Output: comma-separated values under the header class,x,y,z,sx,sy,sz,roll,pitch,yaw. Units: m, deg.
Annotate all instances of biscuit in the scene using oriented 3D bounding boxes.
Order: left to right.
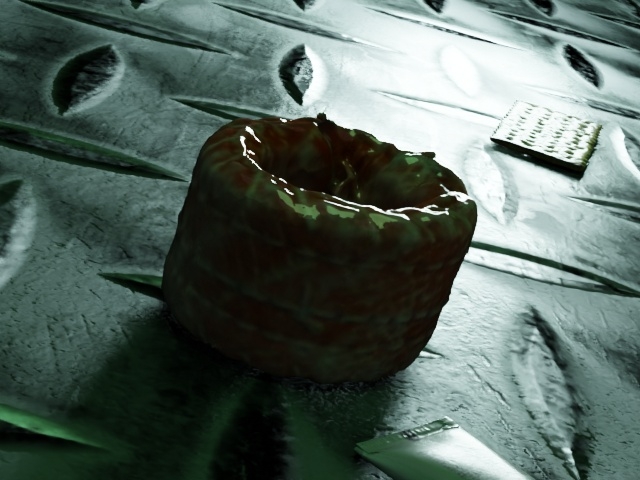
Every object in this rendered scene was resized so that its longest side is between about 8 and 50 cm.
class,x,y,z,sx,sy,sz,roll,pitch,yaw
biscuit,0.321,-0.150,1.785,0.139,0.016,0.231,20,23,10

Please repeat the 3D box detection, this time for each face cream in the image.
class,x,y,z,sx,sy,sz,roll,pitch,yaw
face cream,0.131,0.187,0.857,0.092,0.058,0.244,-10,28,-36

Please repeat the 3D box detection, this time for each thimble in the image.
class,x,y,z,sx,sy,sz,roll,pitch,yaw
thimble,0.000,0.000,1.050,0.239,0.162,0.239,13,24,-6
